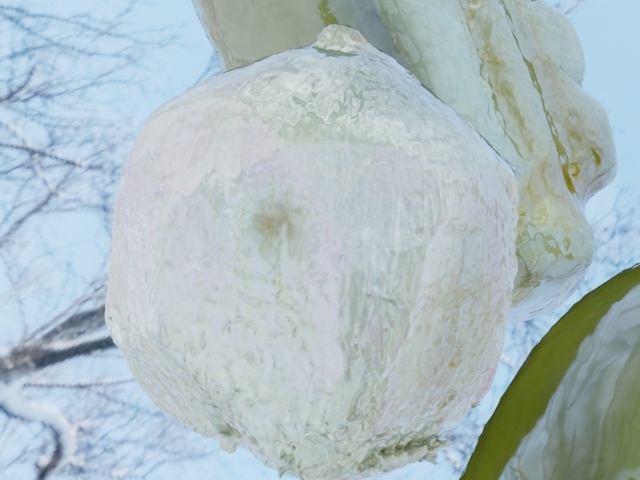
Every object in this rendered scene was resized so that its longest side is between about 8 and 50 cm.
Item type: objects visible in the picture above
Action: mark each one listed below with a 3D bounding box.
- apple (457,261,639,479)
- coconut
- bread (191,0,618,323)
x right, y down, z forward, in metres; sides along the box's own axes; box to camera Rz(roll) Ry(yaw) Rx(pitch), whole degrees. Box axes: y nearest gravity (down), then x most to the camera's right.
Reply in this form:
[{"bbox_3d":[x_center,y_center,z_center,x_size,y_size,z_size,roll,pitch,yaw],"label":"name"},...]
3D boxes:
[{"bbox_3d":[0.147,0.120,0.418,0.233,0.295,0.257,20,-24,27],"label":"apple"},{"bbox_3d":[-0.002,-0.001,0.612,0.194,0.194,0.194,8,-68,21],"label":"coconut"},{"bbox_3d":[0.058,-0.090,0.973,0.210,0.300,0.341,-25,-89,38],"label":"bread"}]
